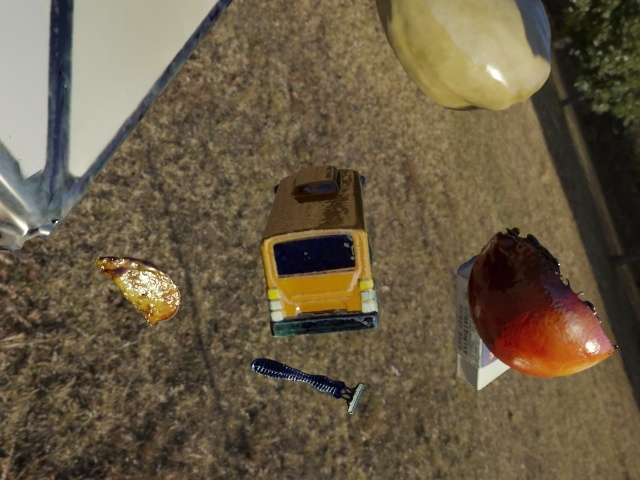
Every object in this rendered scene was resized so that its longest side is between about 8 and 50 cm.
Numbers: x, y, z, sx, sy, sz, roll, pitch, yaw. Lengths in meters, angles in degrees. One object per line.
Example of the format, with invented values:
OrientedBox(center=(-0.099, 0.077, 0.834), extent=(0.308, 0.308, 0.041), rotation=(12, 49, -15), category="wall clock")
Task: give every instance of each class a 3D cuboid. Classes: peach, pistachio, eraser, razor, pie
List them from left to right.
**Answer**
OrientedBox(center=(-0.292, 0.081, 1.067), extent=(0.191, 0.088, 0.033), rotation=(65, 2, -45), category="pie")
OrientedBox(center=(-0.020, 0.183, 0.833), extent=(0.155, 0.044, 0.028), rotation=(20, 1, -12), category="razor")
OrientedBox(center=(0.120, -0.176, 0.527), extent=(0.186, 0.126, 0.108), rotation=(22, 18, -31), category="pistachio")
OrientedBox(center=(0.267, 0.115, 0.970), extent=(0.125, 0.068, 0.210), rotation=(-27, 129, -28), category="eraser")
OrientedBox(center=(0.125, 0.044, 0.387), extent=(0.098, 0.061, 0.098), rotation=(52, -1, 1), category="peach")

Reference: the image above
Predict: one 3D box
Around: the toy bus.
OrientedBox(center=(0.000, 0.000, 0.608), extent=(0.201, 0.098, 0.114), rotation=(-85, 168, -68), category="toy bus")

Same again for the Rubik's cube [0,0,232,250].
OrientedBox(center=(-0.267, -0.215, 0.394), extent=(0.307, 0.305, 0.310), rotation=(-62, 147, -27), category="Rubik's cube")
